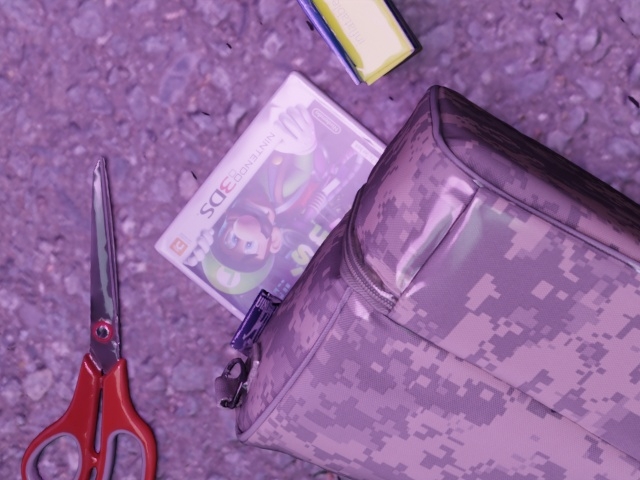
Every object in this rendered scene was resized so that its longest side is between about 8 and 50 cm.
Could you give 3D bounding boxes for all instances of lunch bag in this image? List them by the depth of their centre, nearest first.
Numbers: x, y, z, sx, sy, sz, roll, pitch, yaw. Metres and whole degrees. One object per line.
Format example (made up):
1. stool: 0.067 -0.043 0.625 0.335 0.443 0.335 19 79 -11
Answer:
1. lunch bag: 0.117 0.082 0.695 0.305 0.212 0.256 30 107 -8

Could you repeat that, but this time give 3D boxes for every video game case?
1. video game case: 0.000 0.000 0.806 0.190 0.022 0.173 40 103 -1

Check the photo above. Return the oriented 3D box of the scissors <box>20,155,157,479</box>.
1. scissors: -0.159 0.089 0.846 0.109 0.021 0.297 17 101 6

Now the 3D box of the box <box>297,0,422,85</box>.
1. box: 0.018 -0.156 0.695 0.042 0.178 0.109 -34 95 11
